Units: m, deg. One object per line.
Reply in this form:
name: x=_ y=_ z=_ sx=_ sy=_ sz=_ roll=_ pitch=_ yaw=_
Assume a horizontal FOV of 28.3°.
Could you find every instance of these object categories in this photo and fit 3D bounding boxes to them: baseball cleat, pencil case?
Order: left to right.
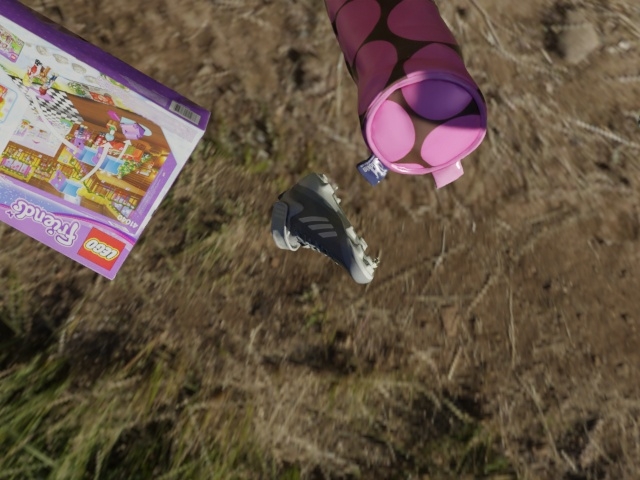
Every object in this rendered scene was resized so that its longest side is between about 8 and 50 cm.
baseball cleat: x=0.000 y=0.000 z=1.664 sx=0.109 sy=0.206 sz=0.072 roll=-33 pitch=134 yaw=6
pencil case: x=0.052 y=-0.135 z=0.883 sx=0.095 sy=0.209 sz=0.098 roll=-27 pitch=133 yaw=16

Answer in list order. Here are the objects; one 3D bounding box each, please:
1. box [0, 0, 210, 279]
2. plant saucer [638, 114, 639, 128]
box: x=-0.285 y=-0.113 z=1.262 sx=0.293 sy=0.057 sz=0.201 roll=30 pitch=115 yaw=-12
plant saucer: x=0.337 y=-0.130 z=1.124 sx=0.119 sy=0.119 sz=0.021 roll=-39 pitch=66 yaw=14
